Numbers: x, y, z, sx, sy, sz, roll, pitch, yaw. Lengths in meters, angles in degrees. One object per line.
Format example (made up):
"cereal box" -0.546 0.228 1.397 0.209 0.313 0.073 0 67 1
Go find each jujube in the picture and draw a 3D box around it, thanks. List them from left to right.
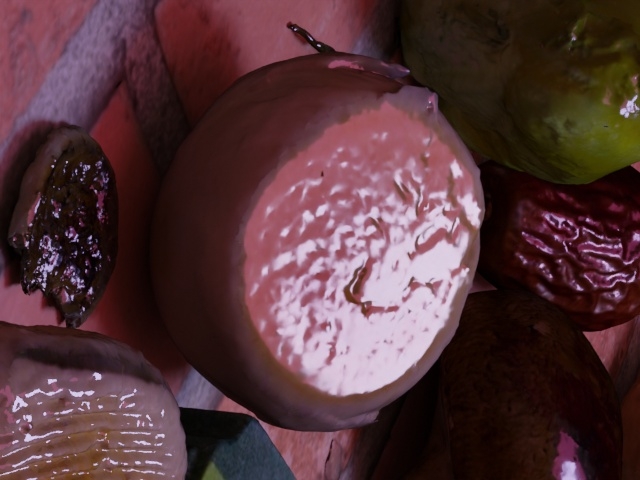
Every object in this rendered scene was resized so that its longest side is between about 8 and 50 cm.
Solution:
"jujube" 0.227 -0.007 1.882 0.255 0.190 0.190 9 88 -46

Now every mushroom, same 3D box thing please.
"mushroom" 0.179 0.213 1.787 0.345 0.239 0.345 -159 -90 -89

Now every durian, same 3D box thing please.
"durian" 0.194 -0.148 1.691 0.256 0.339 0.204 12 106 -42

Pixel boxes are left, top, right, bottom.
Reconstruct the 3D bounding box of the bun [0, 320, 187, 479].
"bun" -0.180 0.134 1.056 0.244 0.153 0.244 -29 128 -45

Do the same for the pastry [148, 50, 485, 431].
"pastry" -0.001 0.002 1.351 0.265 0.133 0.265 -5 99 -33

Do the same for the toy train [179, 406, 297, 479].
"toy train" -0.102 0.250 1.244 0.238 0.167 0.299 61 41 -44

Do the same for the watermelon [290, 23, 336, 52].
"watermelon" 0.045 -0.029 1.533 0.204 0.127 0.232 33 61 -59

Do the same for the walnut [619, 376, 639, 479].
"walnut" 0.490 0.273 2.391 0.333 0.333 0.333 7 90 -65

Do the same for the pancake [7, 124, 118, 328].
"pancake" -0.156 -0.013 1.222 0.129 0.022 0.116 51 50 -63
